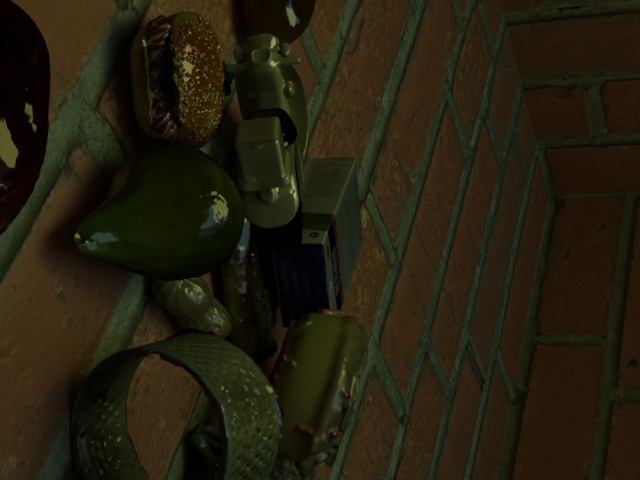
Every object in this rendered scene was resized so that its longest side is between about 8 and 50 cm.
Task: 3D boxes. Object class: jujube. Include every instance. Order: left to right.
[{"bbox_3d":[-0.405,-0.131,1.291,0.223,0.223,0.318,61,28,-47],"label":"jujube"}]

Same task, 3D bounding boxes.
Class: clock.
[{"bbox_3d":[-0.076,-0.163,1.884,0.379,0.120,0.276,-94,176,-51],"label":"clock"}]

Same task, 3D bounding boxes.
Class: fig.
[{"bbox_3d":[-0.249,-0.021,1.683,0.275,0.206,0.206,-29,116,-48],"label":"fig"}]

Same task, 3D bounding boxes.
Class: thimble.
[{"bbox_3d":[-0.205,0.264,1.647,0.150,0.271,0.271,-7,96,-64],"label":"thimble"}]

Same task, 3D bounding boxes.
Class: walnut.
[{"bbox_3d":[-0.073,-0.451,2.120,0.137,0.137,0.245,35,57,-61],"label":"walnut"}]

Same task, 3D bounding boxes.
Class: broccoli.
[{"bbox_3d":[-0.160,0.346,1.935,0.120,0.130,0.131,33,83,-15],"label":"broccoli"}]

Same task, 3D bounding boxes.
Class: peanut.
[{"bbox_3d":[-0.202,0.103,1.872,0.187,0.082,0.082,59,37,-48],"label":"peanut"}]

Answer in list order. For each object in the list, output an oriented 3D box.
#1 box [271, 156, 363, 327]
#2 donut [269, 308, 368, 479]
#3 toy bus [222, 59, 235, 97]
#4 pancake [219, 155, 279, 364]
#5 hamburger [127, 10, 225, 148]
[{"bbox_3d":[0.000,0.000,2.228,0.299,0.106,0.200,-70,158,-53],"label":"box"},{"bbox_3d":[-0.021,0.267,2.039,0.371,0.150,0.307,111,-1,-73],"label":"donut"},{"bbox_3d":[-0.193,-0.251,1.934,0.075,0.060,0.123,60,39,-42],"label":"toy bus"},{"bbox_3d":[-0.104,0.018,2.123,0.305,0.067,0.427,49,44,-58],"label":"pancake"},{"bbox_3d":[-0.215,-0.240,1.789,0.173,0.116,0.210,-12,101,-50],"label":"hamburger"}]
